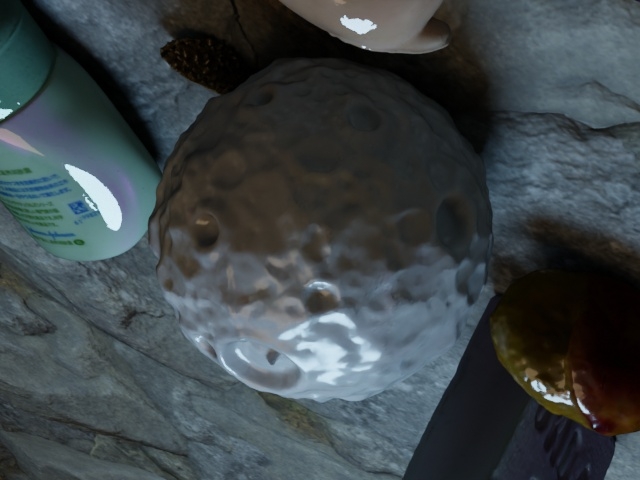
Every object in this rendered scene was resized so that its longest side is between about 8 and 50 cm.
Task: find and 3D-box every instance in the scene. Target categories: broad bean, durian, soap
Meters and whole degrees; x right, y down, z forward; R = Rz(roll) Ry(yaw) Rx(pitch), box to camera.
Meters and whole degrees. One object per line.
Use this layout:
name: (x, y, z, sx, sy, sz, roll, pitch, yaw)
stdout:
broad bean: (0.284, 0.114, 1.598, 0.228, 0.156, 0.122, 30, 177, -14)
durian: (-0.107, -0.165, 1.591, 0.130, 0.052, 0.066, 26, 149, -11)
soap: (0.216, 0.257, 1.746, 0.107, 0.285, 0.296, 10, 147, 33)

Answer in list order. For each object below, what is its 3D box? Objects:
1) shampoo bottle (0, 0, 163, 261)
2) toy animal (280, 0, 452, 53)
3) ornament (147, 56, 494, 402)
shampoo bottle: (-0.326, -0.137, 1.719, 0.222, 0.151, 0.349, 9, 146, 40)
toy animal: (0.027, -0.275, 1.176, 0.213, 0.195, 0.256, 18, 147, 2)
ornament: (0.000, 0.000, 1.500, 0.337, 0.337, 0.337, 21, 149, 13)
